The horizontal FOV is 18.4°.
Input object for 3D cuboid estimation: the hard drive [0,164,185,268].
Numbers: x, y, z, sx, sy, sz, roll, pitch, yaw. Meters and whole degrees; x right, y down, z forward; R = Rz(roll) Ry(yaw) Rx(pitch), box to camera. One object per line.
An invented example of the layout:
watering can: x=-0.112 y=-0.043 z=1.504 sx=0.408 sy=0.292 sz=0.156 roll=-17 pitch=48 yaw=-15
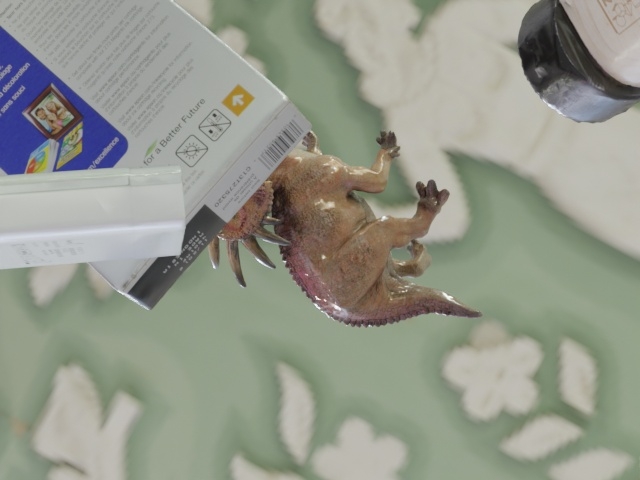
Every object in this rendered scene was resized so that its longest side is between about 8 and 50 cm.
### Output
hard drive: x=-0.236 y=-0.005 z=1.170 sx=0.203 sy=0.308 sz=0.040 roll=133 pitch=133 yaw=-83

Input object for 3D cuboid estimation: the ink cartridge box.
ink cartridge box: x=-0.194 y=-0.131 z=1.425 sx=0.175 sy=0.371 sz=0.069 roll=-49 pitch=-23 yaw=-1

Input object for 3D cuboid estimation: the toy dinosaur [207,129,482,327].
toy dinosaur: x=0.000 y=0.000 z=1.800 sx=0.200 sy=0.295 sz=0.127 roll=-41 pitch=-1 yaw=-32

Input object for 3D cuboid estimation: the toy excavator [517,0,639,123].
toy excavator: x=0.369 y=-0.222 z=1.498 sx=0.445 sy=0.433 sz=0.222 roll=-23 pitch=-9 yaw=-35
